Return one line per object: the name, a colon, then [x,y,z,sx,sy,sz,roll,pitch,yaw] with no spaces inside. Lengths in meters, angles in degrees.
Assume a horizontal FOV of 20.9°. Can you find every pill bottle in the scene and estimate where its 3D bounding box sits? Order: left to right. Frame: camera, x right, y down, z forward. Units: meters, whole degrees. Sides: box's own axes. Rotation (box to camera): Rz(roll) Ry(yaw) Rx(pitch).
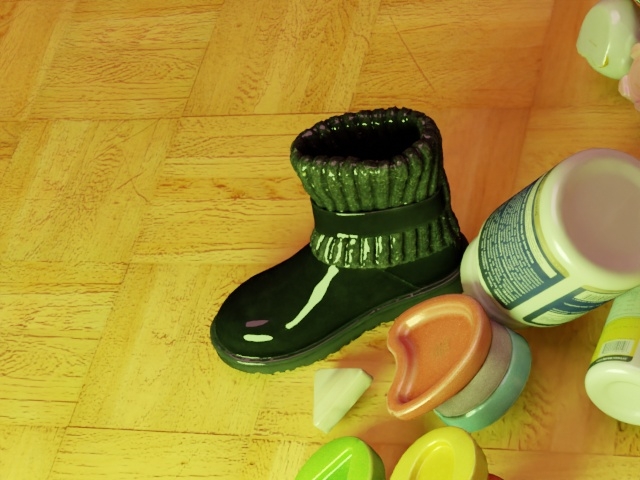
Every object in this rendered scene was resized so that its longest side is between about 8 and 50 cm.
pill bottle: [0.259,0.009,1.882,0.153,0.265,0.153,5,73,-18]
pill bottle: [0.358,0.100,1.863,0.103,0.103,0.184,8,51,27]

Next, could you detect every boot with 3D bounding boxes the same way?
boot: [0.000,-0.003,2.008,0.348,0.260,0.131,-24,48,2]

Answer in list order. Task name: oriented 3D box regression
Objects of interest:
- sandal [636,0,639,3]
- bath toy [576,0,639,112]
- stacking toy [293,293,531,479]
sandal: [0.505,-0.261,1.968,0.446,0.107,0.167,40,113,16]
bath toy: [0.430,-0.165,2.056,0.129,0.151,0.348,-1,38,-26]
stacking toy: [0.112,0.232,1.912,0.279,0.130,0.309,-26,38,37]
